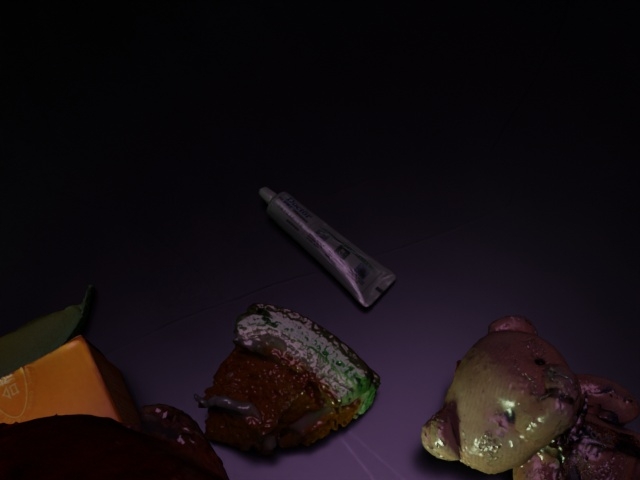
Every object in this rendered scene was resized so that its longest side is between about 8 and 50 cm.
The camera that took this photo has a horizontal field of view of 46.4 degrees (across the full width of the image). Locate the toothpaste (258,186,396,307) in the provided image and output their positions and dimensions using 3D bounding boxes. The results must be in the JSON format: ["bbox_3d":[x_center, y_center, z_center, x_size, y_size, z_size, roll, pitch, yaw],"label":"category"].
[{"bbox_3d":[0.000,0.000,0.982,0.218,0.041,0.064,40,65,16],"label":"toothpaste"}]

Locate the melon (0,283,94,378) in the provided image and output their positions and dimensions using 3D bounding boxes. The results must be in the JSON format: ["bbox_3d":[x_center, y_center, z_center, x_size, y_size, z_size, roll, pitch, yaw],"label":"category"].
[{"bbox_3d":[-0.381,0.147,0.926,0.261,0.053,0.114,-39,48,-20],"label":"melon"}]

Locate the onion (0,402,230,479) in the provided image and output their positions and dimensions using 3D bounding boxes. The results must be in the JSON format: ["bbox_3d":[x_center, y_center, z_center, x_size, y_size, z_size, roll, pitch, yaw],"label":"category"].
[{"bbox_3d":[-0.179,0.281,0.541,0.341,0.341,0.341,-1,63,2],"label":"onion"}]

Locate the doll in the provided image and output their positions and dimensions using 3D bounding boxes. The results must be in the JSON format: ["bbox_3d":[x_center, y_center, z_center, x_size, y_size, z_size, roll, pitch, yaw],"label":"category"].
[{"bbox_3d":[0.278,0.214,0.800,0.303,0.156,0.201,31,67,12],"label":"doll"}]

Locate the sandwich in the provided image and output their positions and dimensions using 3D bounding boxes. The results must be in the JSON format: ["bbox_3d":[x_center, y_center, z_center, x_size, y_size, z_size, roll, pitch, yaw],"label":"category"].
[{"bbox_3d":[-0.040,0.174,0.854,0.184,0.109,0.160,22,64,13],"label":"sandwich"}]

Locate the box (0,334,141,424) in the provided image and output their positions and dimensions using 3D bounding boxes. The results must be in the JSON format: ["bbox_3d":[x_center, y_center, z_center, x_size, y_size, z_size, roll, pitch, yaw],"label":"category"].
[{"bbox_3d":[-0.269,0.300,0.781,0.224,0.143,0.341,-28,64,-12],"label":"box"}]
